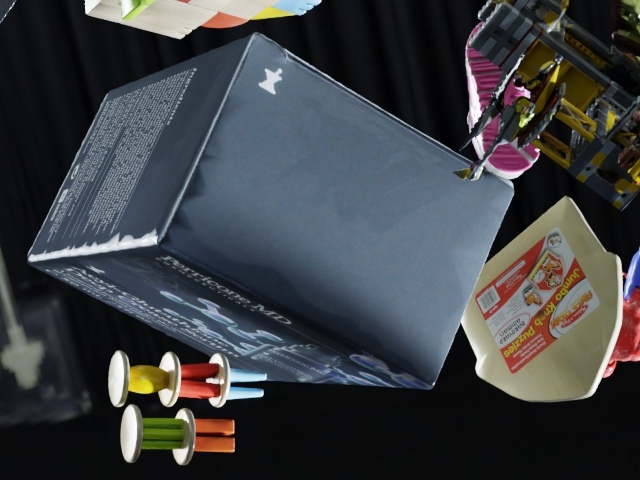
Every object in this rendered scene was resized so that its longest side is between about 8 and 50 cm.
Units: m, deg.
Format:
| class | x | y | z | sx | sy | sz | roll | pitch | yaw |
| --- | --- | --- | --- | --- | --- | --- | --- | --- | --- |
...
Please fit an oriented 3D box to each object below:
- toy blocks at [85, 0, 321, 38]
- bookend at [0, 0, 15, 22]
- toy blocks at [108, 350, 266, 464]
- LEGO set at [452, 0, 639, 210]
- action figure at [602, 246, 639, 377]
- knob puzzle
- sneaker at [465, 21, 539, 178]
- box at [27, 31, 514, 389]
| class | x | y | z | sx | sy | sz | roll | pitch | yaw |
| --- | --- | --- | --- | --- | --- | --- | --- | --- | --- |
| toy blocks | -0.118 | -0.357 | 2.080 | 0.261 | 0.190 | 0.381 | 10 | 158 | -34 |
| bookend | -0.404 | -0.306 | 1.931 | 0.156 | 0.072 | 0.157 | -55 | -158 | 3 |
| toy blocks | -0.115 | 0.156 | 1.526 | 0.148 | 0.054 | 0.123 | 3 | -139 | -23 |
| LEGO set | 0.228 | -0.187 | 1.331 | 0.192 | 0.255 | 0.331 | 35 | -146 | -6 |
| action figure | 0.433 | 0.052 | 2.144 | 0.091 | 0.280 | 0.139 | 28 | -158 | 11 |
| knob puzzle | 0.233 | 0.080 | 1.637 | 0.030 | 0.213 | 0.213 | 22 | 178 | -44 |
| sneaker | 0.252 | -0.197 | 2.329 | 0.103 | 0.111 | 0.252 | 2 | -110 | -3 |
| box | -0.061 | -0.013 | 1.568 | 0.395 | 0.294 | 0.212 | -8 | -124 | 64 |
